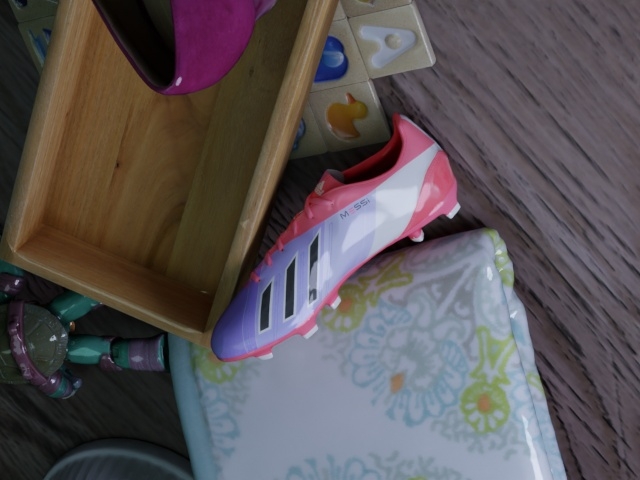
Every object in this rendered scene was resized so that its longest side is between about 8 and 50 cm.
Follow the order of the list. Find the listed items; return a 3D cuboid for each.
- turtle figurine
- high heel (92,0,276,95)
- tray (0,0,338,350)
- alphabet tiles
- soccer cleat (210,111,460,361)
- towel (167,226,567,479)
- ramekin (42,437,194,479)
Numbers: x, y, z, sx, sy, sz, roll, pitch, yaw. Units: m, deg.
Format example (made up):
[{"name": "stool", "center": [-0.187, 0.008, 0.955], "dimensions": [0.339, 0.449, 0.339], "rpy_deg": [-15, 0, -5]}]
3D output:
[{"name": "turtle figurine", "center": [-0.251, 0.081, 1.780], "dimensions": [0.234, 0.118, 0.175], "rpy_deg": [-8, 119, 16]}, {"name": "high heel", "center": [-0.167, -0.277, 1.378], "dimensions": [0.127, 0.181, 0.377], "rpy_deg": [-35, 100, 29]}, {"name": "tray", "center": [-0.114, -0.128, 1.586], "dimensions": [0.202, 0.076, 0.411], "rpy_deg": [23, 120, 7]}, {"name": "alphabet tiles", "center": [-0.090, -0.186, 1.612], "dimensions": [0.342, 0.011, 0.285], "rpy_deg": [-10, 118, 23]}, {"name": "soccer cleat", "center": [0.000, 0.000, 1.607], "dimensions": [0.248, 0.083, 0.095], "rpy_deg": [-37, 112, -3]}, {"name": "towel", "center": [0.051, 0.206, 1.696], "dimensions": [0.320, 0.090, 0.374], "rpy_deg": [-16, 87, 22]}, {"name": "ramekin", "center": [-0.189, 0.302, 1.902], "dimensions": [0.207, 0.109, 0.207], "rpy_deg": [8, 124, 12]}]
